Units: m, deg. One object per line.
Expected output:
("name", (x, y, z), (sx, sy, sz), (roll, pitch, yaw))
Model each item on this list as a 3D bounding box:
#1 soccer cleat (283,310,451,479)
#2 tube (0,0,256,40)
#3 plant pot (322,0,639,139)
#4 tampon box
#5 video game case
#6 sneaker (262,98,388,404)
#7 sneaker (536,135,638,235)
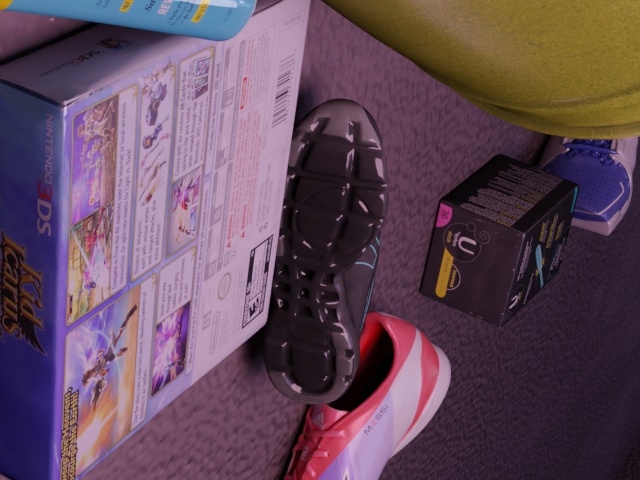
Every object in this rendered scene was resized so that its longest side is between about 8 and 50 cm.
("soccer cleat", (0.009, 0.215, 1.297), (0.116, 0.108, 0.318), (44, 72, -43))
("tube", (-0.122, -0.141, 0.672), (0.207, 0.052, 0.080), (3, 102, -47))
("plant pot", (0.085, -0.252, 0.717), (0.353, 0.366, 0.366), (3, 109, -55))
("tampon box", (0.196, -0.002, 1.476), (0.161, 0.101, 0.120), (-34, 141, -51))
("video game case", (-0.106, -0.013, 0.839), (0.244, 0.061, 0.269), (-39, 145, -51))
("sneaker", (0.000, 0.000, 1.083), (0.106, 0.101, 0.267), (-71, 171, -58))
("sneaker", (0.340, -0.179, 1.624), (0.315, 0.127, 0.182), (-62, 155, -29))
